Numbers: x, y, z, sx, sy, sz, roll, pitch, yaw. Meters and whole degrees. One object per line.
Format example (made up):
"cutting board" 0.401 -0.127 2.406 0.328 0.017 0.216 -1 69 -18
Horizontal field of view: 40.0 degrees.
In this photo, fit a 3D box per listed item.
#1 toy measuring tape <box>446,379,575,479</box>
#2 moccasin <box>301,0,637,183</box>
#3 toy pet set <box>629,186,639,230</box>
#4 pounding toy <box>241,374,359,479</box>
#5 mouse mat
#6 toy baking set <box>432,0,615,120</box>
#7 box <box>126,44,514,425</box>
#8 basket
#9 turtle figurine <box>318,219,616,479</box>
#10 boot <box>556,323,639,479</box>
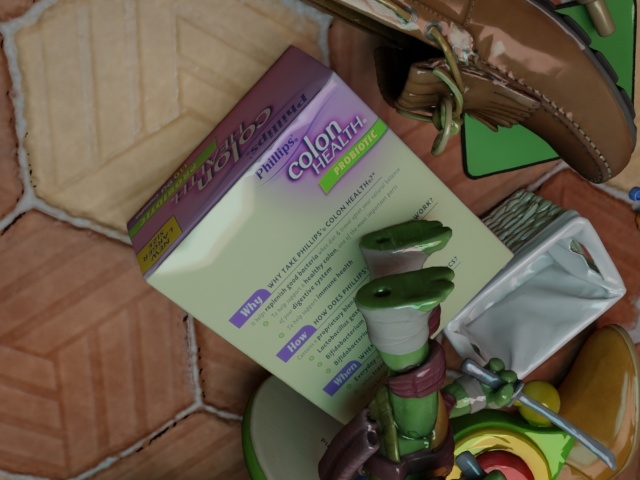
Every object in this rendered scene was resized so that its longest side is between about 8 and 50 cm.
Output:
"toy measuring tape" 0.139 0.279 0.861 0.121 0.121 0.330 19 99 -26
"moccasin" 0.085 -0.149 0.670 0.380 0.139 0.147 31 93 -24
"toy pet set" 0.404 -0.022 0.921 0.122 0.065 0.114 -28 119 -6
"pounding toy" -0.006 0.246 0.822 0.183 0.236 0.110 3 139 -47
"mouse mat" 0.217 -0.146 0.835 0.190 0.007 0.152 -14 116 -13
"toy baking set" 0.150 -0.218 0.759 0.197 0.030 0.256 -32 117 -5
"box" 0.000 0.000 0.756 0.213 0.117 0.243 -47 120 4
"basket" 0.185 0.045 0.850 0.167 0.103 0.113 -39 120 0
"turtle figurine" 0.126 0.126 0.683 0.198 0.275 0.266 -37 122 -42
"boot" 0.215 0.227 0.944 0.211 0.104 0.295 4 105 -14
